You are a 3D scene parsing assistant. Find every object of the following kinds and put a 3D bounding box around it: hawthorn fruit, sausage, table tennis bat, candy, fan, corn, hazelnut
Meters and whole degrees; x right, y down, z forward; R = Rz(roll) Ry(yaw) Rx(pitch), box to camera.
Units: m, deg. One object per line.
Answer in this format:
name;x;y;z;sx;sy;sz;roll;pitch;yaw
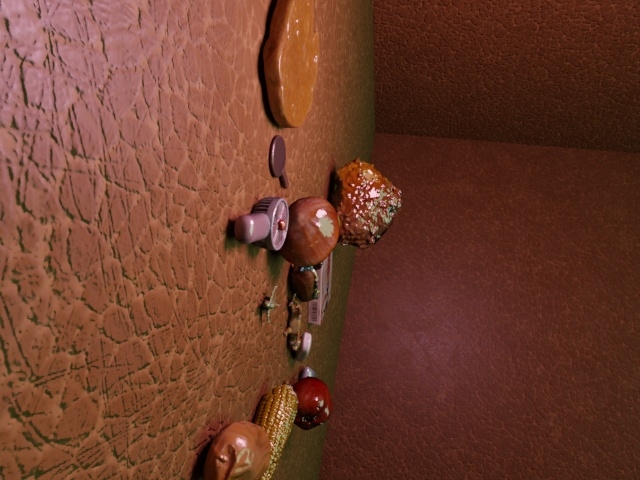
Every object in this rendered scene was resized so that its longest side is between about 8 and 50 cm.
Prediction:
hawthorn fruit;-0.048;0.630;1.620;0.202;0.185;0.185;-97;-174;-57
sausage;-0.182;0.486;0.920;0.241;0.120;0.136;76;36;-64
table tennis bat;-0.060;-0.200;1.091;0.170;0.119;0.108;79;21;-54
candy;-0.062;0.643;1.770;0.138;0.071;0.174;71;28;-66
fan;-0.132;-0.034;0.946;0.244;0.074;0.130;-33;130;-75
corn;-0.145;0.552;1.169;0.322;0.119;0.119;-69;163;-50
hazelnut;-0.037;-0.028;1.166;0.214;0.176;0.215;16;90;-76

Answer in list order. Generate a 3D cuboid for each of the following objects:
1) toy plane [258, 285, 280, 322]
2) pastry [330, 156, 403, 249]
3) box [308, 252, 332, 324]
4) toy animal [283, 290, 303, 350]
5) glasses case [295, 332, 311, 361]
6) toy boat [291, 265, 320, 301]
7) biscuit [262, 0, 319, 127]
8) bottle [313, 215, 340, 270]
toy plane;-0.140;0.177;1.133;0.111;0.040;0.103;36;60;-77
pastry;0.204;-0.160;1.899;0.292;0.337;0.406;170;-71;-78
box;0.001;0.167;1.806;0.214;0.069;0.353;-64;160;-60
toy animal;-0.093;0.288;1.443;0.099;0.056;0.241;-63;157;-78
glasses case;-0.067;0.411;1.567;0.197;0.049;0.076;110;-9;-60
toy boat;-0.048;0.162;1.454;0.099;0.108;0.293;-48;157;-18
biscuit;-0.067;-0.458;1.039;0.312;0.057;0.352;44;56;-77
bottle;0.000;0.000;1.550;0.260;0.112;0.112;-72;165;-45
